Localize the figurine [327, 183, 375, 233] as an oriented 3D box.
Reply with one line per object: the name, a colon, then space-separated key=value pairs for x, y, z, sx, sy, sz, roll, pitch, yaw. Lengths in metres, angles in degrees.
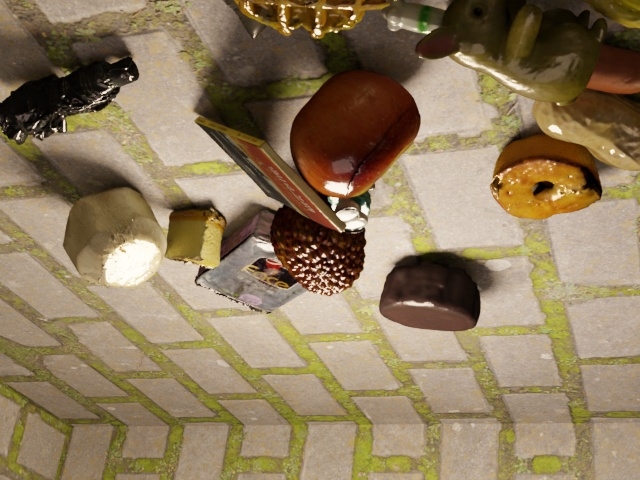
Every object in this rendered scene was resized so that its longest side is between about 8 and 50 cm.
figurine: x=0.074 y=-0.125 z=1.992 sx=0.110 sy=0.245 sz=0.138 roll=-18 pitch=135 yaw=28

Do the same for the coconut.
coconut: x=-0.527 y=-0.013 z=2.321 sx=0.245 sy=0.247 sz=0.245 roll=-24 pitch=139 yaw=-22

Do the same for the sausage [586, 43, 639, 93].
sausage: x=0.423 y=-0.342 z=1.686 sx=0.419 sy=0.094 sz=0.094 roll=12 pitch=140 yaw=-9

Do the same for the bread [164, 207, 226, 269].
bread: x=-0.327 y=-0.009 z=2.387 sx=0.152 sy=0.147 sz=0.127 roll=5 pitch=163 yaw=16

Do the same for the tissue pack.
tissue pack: x=-0.149 y=0.064 z=2.493 sx=0.259 sy=0.122 sz=0.361 roll=25 pitch=148 yaw=-24

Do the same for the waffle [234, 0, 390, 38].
waffle: x=-0.029 y=-0.465 z=1.399 sx=0.382 sy=0.095 sz=0.380 roll=30 pitch=139 yaw=-33

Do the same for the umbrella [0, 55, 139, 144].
umbrella: x=-0.525 y=-0.303 z=1.944 sx=0.337 sy=0.154 sz=0.128 roll=-21 pitch=112 yaw=9

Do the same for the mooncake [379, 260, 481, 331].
mooncake: x=0.303 y=0.156 z=2.536 sx=0.283 sy=0.141 sz=0.283 roll=10 pitch=159 yaw=4

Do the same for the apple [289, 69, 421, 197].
apple: x=0.064 y=-0.212 z=1.820 sx=0.206 sy=0.272 sz=0.251 roll=41 pitch=177 yaw=6

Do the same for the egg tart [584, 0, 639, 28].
egg tart: x=0.539 y=-0.473 z=1.391 sx=0.345 sy=0.132 sz=0.345 roll=5 pitch=151 yaw=3

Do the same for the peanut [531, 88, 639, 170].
peanut: x=0.565 y=-0.228 z=1.818 sx=0.313 sy=0.149 sz=0.149 roll=18 pitch=148 yaw=-19

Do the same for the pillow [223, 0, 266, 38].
pillow: x=-0.065 y=-0.489 z=1.531 sx=0.326 sy=0.101 sz=0.228 roll=-18 pitch=141 yaw=33

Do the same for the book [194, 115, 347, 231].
book: x=-0.113 y=-0.147 z=1.941 sx=0.262 sy=0.028 sz=0.374 roll=46 pitch=171 yaw=-30

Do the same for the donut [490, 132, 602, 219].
donut: x=0.493 y=-0.132 z=2.017 sx=0.254 sy=0.118 sz=0.253 roll=6 pitch=148 yaw=4

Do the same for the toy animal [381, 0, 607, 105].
toy animal: x=0.297 y=-0.357 z=1.533 sx=0.363 sy=0.181 sz=0.180 roll=19 pitch=119 yaw=-10

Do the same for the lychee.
lychee: x=0.000 y=0.000 z=2.230 sx=0.236 sy=0.271 sz=0.236 roll=-27 pitch=178 yaw=-1
